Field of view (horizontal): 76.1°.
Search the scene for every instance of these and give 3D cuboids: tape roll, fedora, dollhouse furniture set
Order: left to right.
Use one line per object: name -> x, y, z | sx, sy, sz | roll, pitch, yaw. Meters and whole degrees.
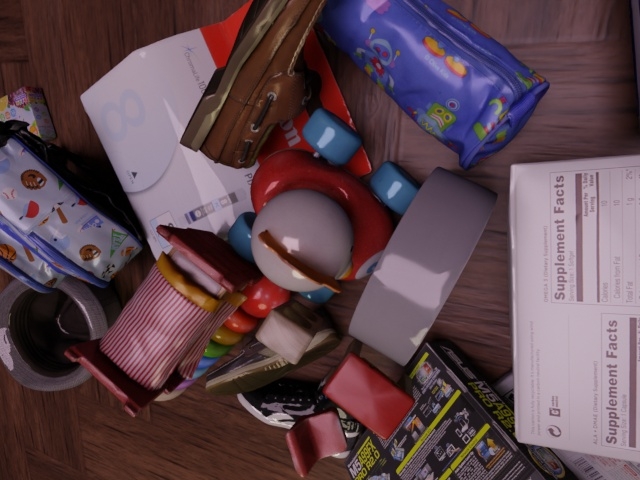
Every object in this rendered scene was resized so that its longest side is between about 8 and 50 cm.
fedora -> -0.519, 0.168, 0.843 | 0.275, 0.124, 0.244 | -33, 91, 19
dollhouse furniture set -> -0.087, 0.165, 0.523 | 0.374, 0.152, 0.201 | 36, 94, 7
tape roll -> 0.117, 0.029, 0.472 | 0.072, 0.219, 0.219 | 28, 113, 15

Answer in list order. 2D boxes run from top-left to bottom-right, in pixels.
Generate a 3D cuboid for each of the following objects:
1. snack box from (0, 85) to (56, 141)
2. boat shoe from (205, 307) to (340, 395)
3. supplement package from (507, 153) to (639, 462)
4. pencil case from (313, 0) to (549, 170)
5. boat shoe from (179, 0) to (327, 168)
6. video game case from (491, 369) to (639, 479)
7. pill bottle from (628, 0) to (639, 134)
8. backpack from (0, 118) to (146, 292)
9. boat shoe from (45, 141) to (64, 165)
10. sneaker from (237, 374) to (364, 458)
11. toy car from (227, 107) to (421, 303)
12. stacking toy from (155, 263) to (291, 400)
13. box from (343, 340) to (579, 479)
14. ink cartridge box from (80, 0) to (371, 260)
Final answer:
snack box -> -0.608, -0.240, 0.828 | 0.141, 0.037, 0.100 | -9, 101, 26
boat shoe -> -0.080, 0.178, 0.654 | 0.223, 0.080, 0.073 | -24, 55, 3
supplement package -> 0.252, 0.036, 0.376 | 0.145, 0.262, 0.204 | -1, 93, 24
pencil case -> 0.106, -0.220, 0.465 | 0.119, 0.133, 0.306 | -45, 83, 1
boat shoe -> -0.058, -0.199, 0.480 | 0.104, 0.111, 0.307 | 27, 141, -25
video game case -> 0.365, 0.215, 0.519 | 0.212, 0.023, 0.193 | 44, 116, 9
pill bottle -> 0.351, -0.224, 0.340 | 0.153, 0.153, 0.265 | -8, 100, 25
backpack -> -0.431, -0.032, 0.669 | 0.263, 0.276, 0.213 | 38, 80, -18
boat shoe -> -0.574, -0.127, 0.827 | 0.060, 0.064, 0.178 | 40, 118, 8
sneaker -> -0.025, 0.253, 0.678 | 0.216, 0.079, 0.121 | 24, 109, 8
toy car -> 0.000, 0.000, 0.482 | 0.210, 0.238, 0.219 | 35, 113, -14
stacking toy -> -0.185, 0.139, 0.695 | 0.330, 0.141, 0.141 | -37, 87, 21
box -> 0.159, 0.309, 0.549 | 0.216, 0.060, 0.270 | 51, 122, 47
ink cartridge box -> -0.158, -0.162, 0.619 | 0.385, 0.091, 0.308 | -21, 94, 28
